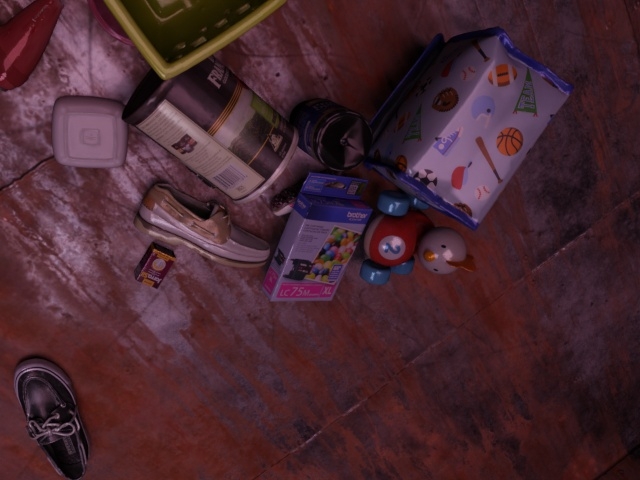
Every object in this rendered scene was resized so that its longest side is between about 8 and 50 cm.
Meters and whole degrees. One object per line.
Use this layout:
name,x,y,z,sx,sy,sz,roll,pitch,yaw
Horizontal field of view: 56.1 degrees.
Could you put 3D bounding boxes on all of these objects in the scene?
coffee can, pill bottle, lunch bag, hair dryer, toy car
coffee can,-0.208,-0.228,1.165,0.275,0.201,0.201,38,94,-30
pill bottle,0.011,-0.226,1.239,0.123,0.219,0.122,-8,114,-19
lunch bag,0.251,-0.241,1.234,0.239,0.385,0.327,34,97,-16
hair dryer,-0.588,-0.366,1.030,0.294,0.080,0.223,-16,115,-15
toy car,0.244,0.016,1.391,0.210,0.238,0.219,-16,125,-49

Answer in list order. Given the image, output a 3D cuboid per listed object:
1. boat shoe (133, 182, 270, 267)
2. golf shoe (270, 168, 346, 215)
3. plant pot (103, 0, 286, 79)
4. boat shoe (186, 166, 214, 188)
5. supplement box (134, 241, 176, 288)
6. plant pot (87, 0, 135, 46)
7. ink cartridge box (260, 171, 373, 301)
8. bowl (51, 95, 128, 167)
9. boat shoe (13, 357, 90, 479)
boat shoe,-0.235,-0.029,1.286,0.303,0.113,0.103,19,109,-26
golf shoe,-0.023,-0.093,1.368,0.186,0.067,0.085,-26,119,-10
plant pot,-0.215,-0.398,0.881,0.228,0.207,0.227,-35,120,-5
boat shoe,-0.261,-0.159,1.262,0.040,0.049,0.142,-28,121,36
supplement box,-0.362,0.054,1.311,0.055,0.043,0.083,27,100,-30
plant pot,-0.306,-0.438,1.052,0.202,0.180,0.201,-8,113,-19
ink cartridge box,0.000,0.000,1.372,0.186,0.065,0.310,4,117,-39
bowl,-0.447,-0.205,1.167,0.142,0.053,0.141,1,110,-20
boat shoe,-0.593,0.406,1.331,0.113,0.105,0.306,-14,116,-16
